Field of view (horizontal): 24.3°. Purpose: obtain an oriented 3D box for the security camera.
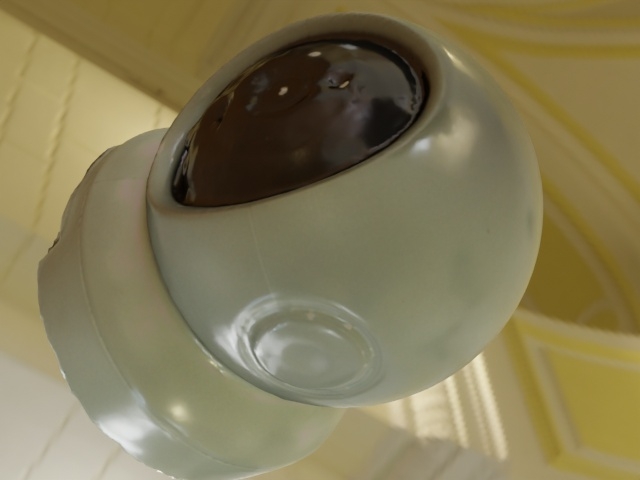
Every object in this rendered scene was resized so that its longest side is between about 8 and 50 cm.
[{"bbox_3d":[0.000,0.000,0.721,0.236,0.194,0.195,-28,-146,38],"label":"security camera"}]
